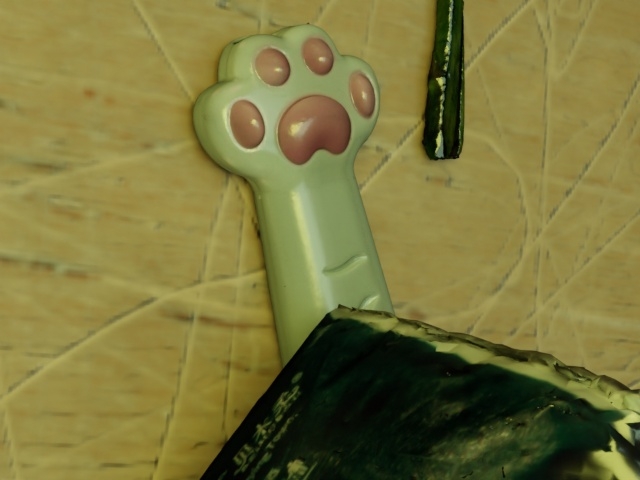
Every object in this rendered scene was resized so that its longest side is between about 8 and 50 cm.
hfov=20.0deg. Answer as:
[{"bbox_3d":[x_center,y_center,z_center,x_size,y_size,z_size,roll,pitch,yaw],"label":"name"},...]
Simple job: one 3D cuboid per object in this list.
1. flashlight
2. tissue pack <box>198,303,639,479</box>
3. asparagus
[{"bbox_3d":[0.000,0.000,0.849,0.093,0.047,0.200,-16,98,-30],"label":"flashlight"},{"bbox_3d":[0.010,0.263,0.705,0.253,0.264,0.416,45,74,-26],"label":"tissue pack"},{"bbox_3d":[0.067,-0.155,0.906,0.023,0.022,0.232,4,90,-3],"label":"asparagus"}]
